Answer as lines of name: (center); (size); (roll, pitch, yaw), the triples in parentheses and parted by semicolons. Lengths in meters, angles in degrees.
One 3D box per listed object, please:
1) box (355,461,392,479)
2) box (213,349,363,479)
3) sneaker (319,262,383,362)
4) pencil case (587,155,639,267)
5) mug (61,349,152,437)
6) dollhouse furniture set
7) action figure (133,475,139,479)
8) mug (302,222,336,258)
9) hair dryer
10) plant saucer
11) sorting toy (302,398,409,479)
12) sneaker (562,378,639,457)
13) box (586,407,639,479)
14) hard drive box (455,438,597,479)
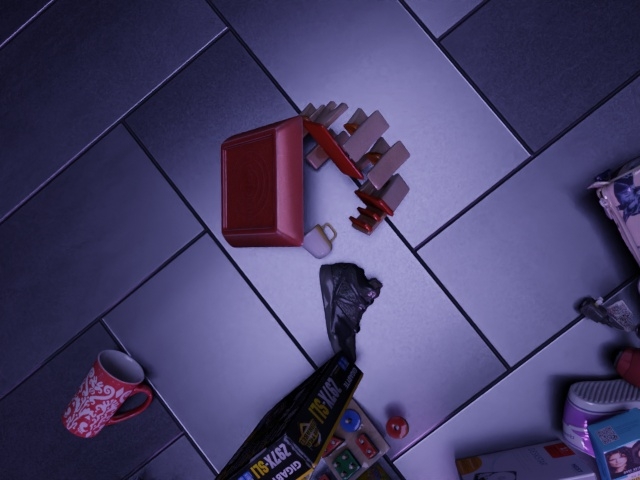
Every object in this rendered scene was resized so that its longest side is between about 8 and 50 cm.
box: (0.054, 0.638, 1.011); (0.290, 0.279, 0.177); (-41, 85, 3)
box: (-0.064, 0.366, 0.974); (0.079, 0.322, 0.257); (45, 112, 4)
sneaker: (0.076, 0.157, 1.112); (0.131, 0.087, 0.227); (-9, 83, 12)
pencil case: (0.699, 0.026, 1.019); (0.184, 0.160, 0.409); (-25, 87, 16)
mug: (-0.477, 0.357, 1.153); (0.150, 0.113, 0.169); (38, 96, 7)
dollhouse furniture set: (0.058, -0.145, 1.044); (0.135, 0.262, 0.259); (-48, 122, -7)
action figure: (-0.372, 0.628, 1.123); (0.276, 0.141, 0.163); (23, 93, 2)
mug: (-0.002, 0.002, 1.137); (0.078, 0.062, 0.064); (-39, 94, 10)
hair dryer: (0.651, 0.211, 0.983); (0.080, 0.223, 0.293); (-32, 80, -27)
plant saucer: (-0.136, -0.114, 1.077); (0.259, 0.048, 0.258); (-1, 89, 47)
sorting toy: (0.050, 0.441, 1.108); (0.274, 0.046, 0.132); (-43, 63, 4)
sneaker: (0.636, 0.374, 1.064); (0.283, 0.102, 0.160); (1, 109, 0)
box: (0.601, 0.436, 1.007); (0.101, 0.060, 0.244); (-25, 121, 8)
hard drive box: (0.406, 0.492, 1.029); (0.233, 0.181, 0.089); (-13, 87, 4)
